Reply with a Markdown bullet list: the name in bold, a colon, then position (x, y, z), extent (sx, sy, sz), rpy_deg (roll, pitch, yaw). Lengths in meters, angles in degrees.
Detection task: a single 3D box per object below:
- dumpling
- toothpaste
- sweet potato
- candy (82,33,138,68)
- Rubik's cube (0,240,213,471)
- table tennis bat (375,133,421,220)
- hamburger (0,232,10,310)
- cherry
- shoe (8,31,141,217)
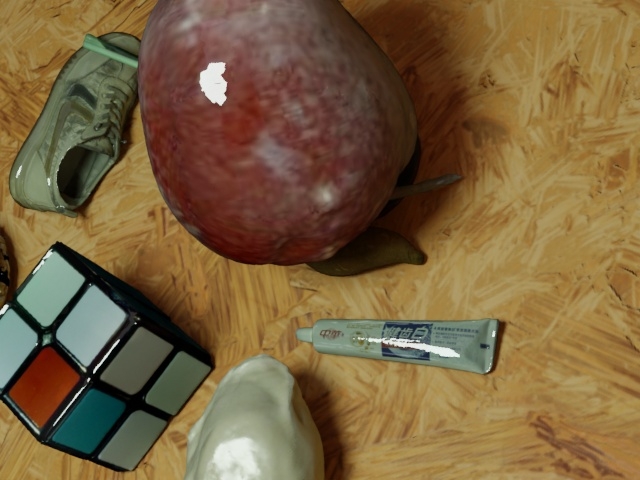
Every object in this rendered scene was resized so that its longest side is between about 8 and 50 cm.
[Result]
- **dumpling**: position (-0.075, 0.245, 1.211), extent (0.162, 0.132, 0.250), rpy_deg (-4, 80, 16)
- **toothpaste**: position (0.079, 0.109, 1.253), extent (0.233, 0.038, 0.060), rpy_deg (1, 71, 25)
- **sweet potato**: position (-0.002, 0.001, 1.330), extent (0.249, 0.059, 0.069), rpy_deg (15, 72, 31)
- **candy**: position (-0.194, -0.215, 1.486), extent (0.262, 0.077, 0.073), rpy_deg (24, 82, 14)
- **Rubik's cube**: position (-0.265, 0.138, 1.335), extent (0.180, 0.167, 0.183), rpy_deg (-50, 53, -2)
- **table tennis bat**: position (-0.021, -0.094, 1.409), extent (0.301, 0.022, 0.173), rpy_deg (2, 68, 27)
- **hamburger**: position (-0.523, 0.049, 1.521), extent (0.231, 0.107, 0.231), rpy_deg (-3, 71, 8)
- **cherry**: position (-0.050, -0.147, 1.242), extent (0.291, 0.326, 0.335), rpy_deg (-20, 98, 18)
- **shoe**: position (-0.308, -0.153, 1.541), extent (0.098, 0.103, 0.275), rpy_deg (24, 85, 32)
